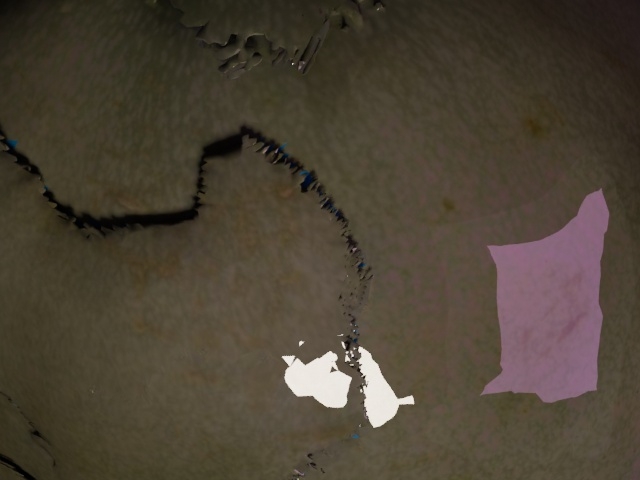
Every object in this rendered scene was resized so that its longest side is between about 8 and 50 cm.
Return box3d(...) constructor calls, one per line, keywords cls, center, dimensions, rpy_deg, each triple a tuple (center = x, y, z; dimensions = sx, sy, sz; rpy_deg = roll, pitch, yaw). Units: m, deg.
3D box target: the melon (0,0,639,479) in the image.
box3d(cls="melon", center=(0.000, 0.000, 0.585), dimensions=(0.268, 0.268, 0.330), rpy_deg=(-62, 152, -26))
